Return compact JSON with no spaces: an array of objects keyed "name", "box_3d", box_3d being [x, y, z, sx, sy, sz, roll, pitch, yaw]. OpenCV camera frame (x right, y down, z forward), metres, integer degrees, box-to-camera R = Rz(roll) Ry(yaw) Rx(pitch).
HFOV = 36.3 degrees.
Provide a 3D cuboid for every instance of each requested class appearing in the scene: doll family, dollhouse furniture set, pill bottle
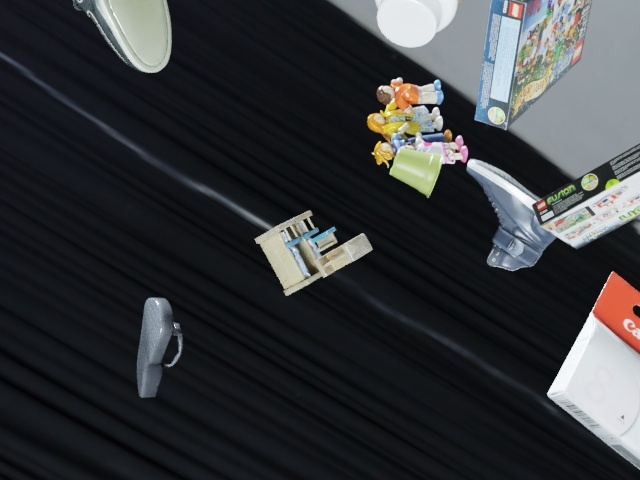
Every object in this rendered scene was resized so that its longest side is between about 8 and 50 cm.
[{"name":"doll family","box_3d":[0.182,-0.211,1.988,0.118,0.163,0.263,101,158,-50]},{"name":"dollhouse furniture set","box_3d":[0.000,0.000,1.896,0.183,0.129,0.129,-29,0,36]},{"name":"pill bottle","box_3d":[0.147,-0.370,1.367,0.117,0.117,0.215,-48,16,53]}]

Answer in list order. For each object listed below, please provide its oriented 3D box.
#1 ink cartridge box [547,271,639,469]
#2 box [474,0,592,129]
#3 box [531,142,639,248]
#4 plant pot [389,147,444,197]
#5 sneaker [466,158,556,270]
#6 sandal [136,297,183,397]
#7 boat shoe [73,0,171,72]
[{"name":"ink cartridge box","box_3d":[0.452,0.182,1.393,0.232,0.189,0.066,-55,7,-20]},{"name":"box","box_3d":[0.268,-0.256,1.187,0.233,0.044,0.159,-41,-37,-42]},{"name":"box","box_3d":[0.382,-0.064,1.222,0.207,0.114,0.036,-31,57,26]},{"name":"plant pot","box_3d":[0.167,-0.127,1.723,0.083,0.079,0.083,-160,90,-90]},{"name":"sneaker","box_3d":[0.342,-0.041,1.886,0.163,0.226,0.086,-56,-18,18]},{"name":"sandal","box_3d":[-0.247,0.162,1.510,0.254,0.054,0.097,117,148,-58]},{"name":"boat shoe","box_3d":[-0.338,-0.403,1.456,0.113,0.340,0.127,-12,22,40]}]
